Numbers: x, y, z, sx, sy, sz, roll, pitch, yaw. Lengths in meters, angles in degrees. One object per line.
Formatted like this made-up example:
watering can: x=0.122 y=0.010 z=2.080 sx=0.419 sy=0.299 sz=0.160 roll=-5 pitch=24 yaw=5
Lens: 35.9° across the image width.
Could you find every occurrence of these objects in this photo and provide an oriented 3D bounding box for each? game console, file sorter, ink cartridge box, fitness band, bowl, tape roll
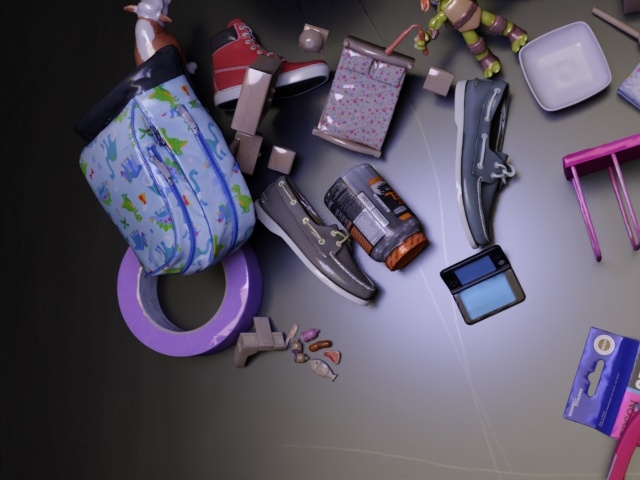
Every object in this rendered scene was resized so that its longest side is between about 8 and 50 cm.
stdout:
game console: x=0.295 y=0.081 z=1.795 sx=0.122 sy=0.107 sz=0.071 roll=-26 pitch=49 yaw=11
file sorter: x=0.579 y=-0.089 z=1.668 sx=0.291 sy=0.202 sz=0.182 roll=-17 pitch=83 yaw=13
ink cartridge box: x=0.619 y=0.285 z=1.687 sx=0.371 sy=0.069 sz=0.175 roll=17 pitch=89 yaw=19
fitness band: x=0.593 y=0.379 z=1.632 sx=0.209 sy=0.054 sz=0.290 roll=20 pitch=114 yaw=13
bowl: x=0.447 y=-0.311 z=1.804 sx=0.142 sy=0.053 sz=0.142 roll=-23 pitch=78 yaw=11
tape roll: x=-0.255 y=0.090 z=1.937 sx=0.275 sy=0.090 sz=0.274 roll=-2 pitch=83 yaw=16

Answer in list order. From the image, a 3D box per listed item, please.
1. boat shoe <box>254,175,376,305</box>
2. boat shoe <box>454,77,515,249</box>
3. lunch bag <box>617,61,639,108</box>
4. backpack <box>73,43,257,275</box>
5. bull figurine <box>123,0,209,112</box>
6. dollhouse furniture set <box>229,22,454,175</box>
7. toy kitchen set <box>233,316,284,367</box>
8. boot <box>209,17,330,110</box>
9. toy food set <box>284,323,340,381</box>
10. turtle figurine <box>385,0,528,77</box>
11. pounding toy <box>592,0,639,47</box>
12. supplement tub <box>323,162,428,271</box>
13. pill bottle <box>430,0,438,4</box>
boat shoe: x=-0.002 y=0.000 z=1.866 sx=0.305 sy=0.109 sz=0.091 roll=43 pitch=101 yaw=19
boat shoe: x=0.301 y=-0.144 z=1.795 sx=0.099 sy=0.116 sz=0.319 roll=-4 pitch=78 yaw=19
lunch bag: x=0.585 y=-0.272 z=1.762 sx=0.083 sy=0.053 sz=0.071 roll=41 pitch=97 yaw=7
backpack: x=-0.271 y=-0.112 z=1.745 sx=0.355 sy=0.273 sz=0.290 roll=50 pitch=139 yaw=-13
bull figurine: x=-0.301 y=-0.328 z=1.944 sx=0.101 sy=0.188 sz=0.310 roll=-10 pitch=81 yaw=14
dollhouse furniture set: x=0.027 y=-0.210 z=1.812 sx=0.356 sy=0.174 sz=0.303 roll=18 pitch=112 yaw=-1
toy kitchen set: x=-0.123 y=0.197 z=1.921 sx=0.083 sy=0.075 sz=0.068 roll=1 pitch=50 yaw=-19
boot: x=-0.105 y=-0.369 z=1.950 sx=0.244 sy=0.088 sz=0.176 roll=-9 pitch=80 yaw=18
toy food set: x=-0.013 y=0.210 z=1.891 sx=0.122 sy=0.019 sz=0.078 roll=26 pitch=91 yaw=17
turtle figurine: x=0.257 y=-0.398 z=1.798 sx=0.217 sy=0.087 sz=0.269 roll=38 pitch=98 yaw=-23
pounding toy: x=0.576 y=-0.448 z=1.762 sx=0.181 sy=0.094 sz=0.206 roll=-10 pitch=81 yaw=14
supplement tub: x=0.105 y=-0.041 z=1.836 sx=0.117 sy=0.117 sz=0.190 roll=-42 pitch=76 yaw=7
pill bottle: x=0.221 y=-0.491 z=1.881 sx=0.065 sy=0.065 sz=0.116 roll=-41 pitch=76 yaw=8
